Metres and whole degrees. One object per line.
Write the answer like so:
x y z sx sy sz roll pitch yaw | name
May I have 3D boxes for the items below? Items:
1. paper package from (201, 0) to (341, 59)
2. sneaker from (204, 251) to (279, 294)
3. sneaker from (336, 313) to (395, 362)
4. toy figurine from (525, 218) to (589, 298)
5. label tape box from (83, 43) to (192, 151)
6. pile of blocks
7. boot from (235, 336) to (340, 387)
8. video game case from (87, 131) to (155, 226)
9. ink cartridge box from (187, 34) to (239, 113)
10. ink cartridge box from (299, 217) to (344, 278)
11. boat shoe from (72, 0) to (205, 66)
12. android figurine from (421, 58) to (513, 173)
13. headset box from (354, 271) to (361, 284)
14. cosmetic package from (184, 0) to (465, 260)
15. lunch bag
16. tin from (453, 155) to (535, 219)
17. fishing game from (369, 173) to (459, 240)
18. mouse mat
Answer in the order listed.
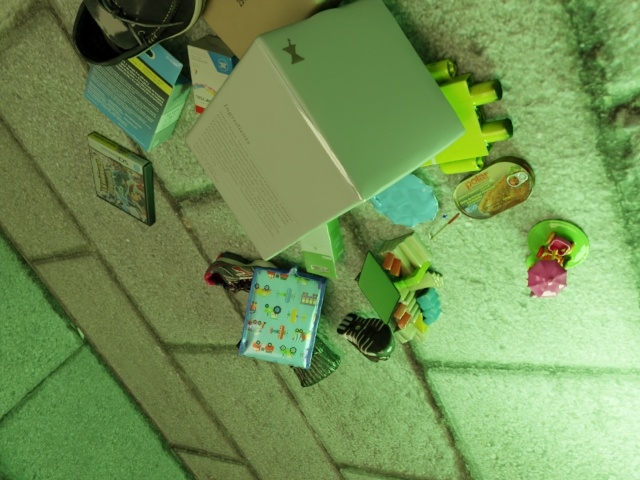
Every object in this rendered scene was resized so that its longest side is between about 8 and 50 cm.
-0.112 -0.533 1.128 0.309 0.168 0.324 47 149 -8 | paper package
-0.237 0.129 1.869 0.299 0.112 0.121 8 129 30 | sneaker
0.172 0.307 1.700 0.162 0.106 0.281 45 169 -21 | sneaker
0.481 0.066 1.242 0.130 0.159 0.173 31 138 11 | toy figurine
-0.482 -0.444 1.560 0.249 0.115 0.348 41 135 -1 | label tape box
0.243 0.155 1.532 0.148 0.113 0.362 5 128 34 | pile of blocks
-0.119 0.386 1.987 0.348 0.131 0.260 -27 107 46 | boot
-0.673 -0.203 1.965 0.248 0.035 0.275 28 137 14 | video game case
-0.248 -0.381 1.461 0.134 0.078 0.231 22 136 21 | ink cartridge box
0.000 0.000 1.617 0.108 0.062 0.209 11 131 30 | ink cartridge box
-0.389 -0.486 1.204 0.500 0.156 0.187 -7 119 52 | boat shoe
0.256 -0.249 1.216 0.272 0.056 0.248 -6 121 39 | android figurine
0.142 0.102 1.622 0.062 0.032 0.083 40 140 1 | headset box
-0.007 -0.213 1.174 0.328 0.329 0.393 57 145 -2 | cosmetic package
-0.110 0.214 1.756 0.220 0.138 0.294 12 107 0 | lunch bag
0.376 -0.113 1.259 0.106 0.040 0.189 46 139 -12 | tin
0.199 -0.106 1.397 0.264 0.041 0.189 34 146 0 | fishing game
0.152 0.128 1.534 0.153 0.007 0.190 56 158 25 | mouse mat
